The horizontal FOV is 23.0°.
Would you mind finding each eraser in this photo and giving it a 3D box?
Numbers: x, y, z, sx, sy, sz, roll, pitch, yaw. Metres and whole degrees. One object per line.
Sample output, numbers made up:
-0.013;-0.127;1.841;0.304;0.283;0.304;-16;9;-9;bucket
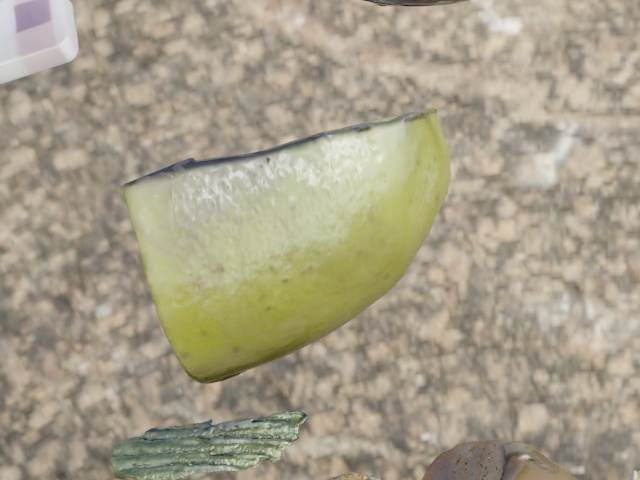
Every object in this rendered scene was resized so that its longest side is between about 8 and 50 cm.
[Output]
-0.247;-0.160;1.254;0.105;0.026;0.065;-17;62;6;eraser

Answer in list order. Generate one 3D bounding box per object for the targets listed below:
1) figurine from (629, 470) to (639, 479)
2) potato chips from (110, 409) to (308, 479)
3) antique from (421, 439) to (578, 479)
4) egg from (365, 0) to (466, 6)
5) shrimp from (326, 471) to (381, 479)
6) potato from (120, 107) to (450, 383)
0.341;0.274;1.604;0.083;0.187;0.083;2;96;18;figurine
-0.116;0.215;1.603;0.208;0.028;0.092;-6;34;8;potato chips
0.040;0.241;0.705;0.093;0.087;0.310;-13;46;52;antique
0.033;-0.146;0.704;0.110;0.085;0.085;31;56;-17;egg
0.063;0.303;1.677;0.164;0.317;0.062;23;93;20;shrimp
0.000;0.000;1.508;0.280;0.330;0.212;-14;93;9;potato
